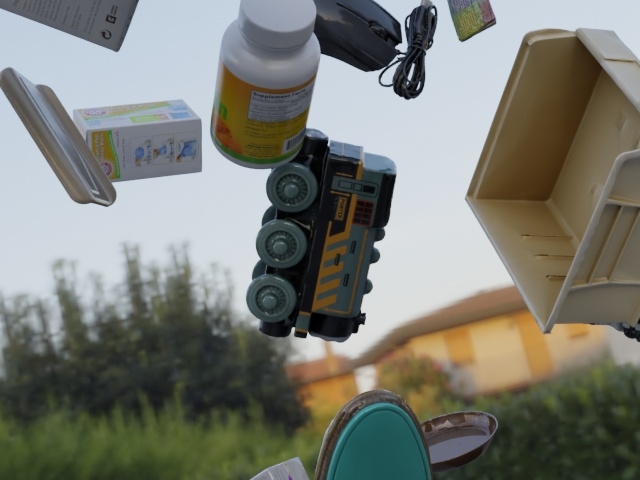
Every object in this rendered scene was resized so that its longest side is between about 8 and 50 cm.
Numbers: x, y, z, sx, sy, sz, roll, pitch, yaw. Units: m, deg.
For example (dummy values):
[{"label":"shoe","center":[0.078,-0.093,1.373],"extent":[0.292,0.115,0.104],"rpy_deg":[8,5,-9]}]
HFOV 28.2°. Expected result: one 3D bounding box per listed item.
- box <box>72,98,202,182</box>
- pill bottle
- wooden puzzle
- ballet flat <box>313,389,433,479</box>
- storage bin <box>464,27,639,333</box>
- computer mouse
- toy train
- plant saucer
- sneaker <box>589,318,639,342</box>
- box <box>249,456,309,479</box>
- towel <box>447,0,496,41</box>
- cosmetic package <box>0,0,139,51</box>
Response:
[{"label":"box","center":[-0.319,-0.172,2.207],"extent":[0.203,0.103,0.114],"rpy_deg":[-8,27,-22]},{"label":"pill bottle","center":[-0.074,-0.226,1.744],"extent":[0.136,0.136,0.246],"rpy_deg":[-10,-37,-19]},{"label":"wooden puzzle","center":[-0.387,-0.142,1.867],"extent":[0.044,0.221,0.239],"rpy_deg":[-32,1,2]},{"label":"ballet flat","center":[0.051,0.286,1.157],"extent":[0.116,0.342,0.124],"rpy_deg":[-14,14,-10]},{"label":"storage bin","center":[0.301,-0.075,1.471],"extent":[0.123,0.262,0.260],"rpy_deg":[2,-53,-19]},{"label":"computer mouse","center":[0.057,-0.350,2.034],"extent":[0.272,0.188,0.072],"rpy_deg":[18,-26,-5]},{"label":"toy train","center":[0.000,0.000,1.917],"extent":[0.190,0.334,0.142],"rpy_deg":[11,17,0]},{"label":"plant saucer","center":[0.189,0.308,1.920],"extent":[0.168,0.029,0.168],"rpy_deg":[-18,14,5]},{"label":"sneaker","center":[0.451,0.084,1.968],"extent":[0.106,0.078,0.234],"rpy_deg":[-33,37,-30]},{"label":"box","center":[-0.116,0.421,1.982],"extent":[0.063,0.067,0.324],"rpy_deg":[-13,-19,-36]},{"label":"towel","center":[0.187,-0.295,1.596],"extent":[0.060,0.083,0.009],"rpy_deg":[-29,-22,38]},{"label":"cosmetic package","center":[-0.380,-0.389,1.530],"extent":[0.365,0.197,0.155],"rpy_deg":[19,-53,-13]}]
